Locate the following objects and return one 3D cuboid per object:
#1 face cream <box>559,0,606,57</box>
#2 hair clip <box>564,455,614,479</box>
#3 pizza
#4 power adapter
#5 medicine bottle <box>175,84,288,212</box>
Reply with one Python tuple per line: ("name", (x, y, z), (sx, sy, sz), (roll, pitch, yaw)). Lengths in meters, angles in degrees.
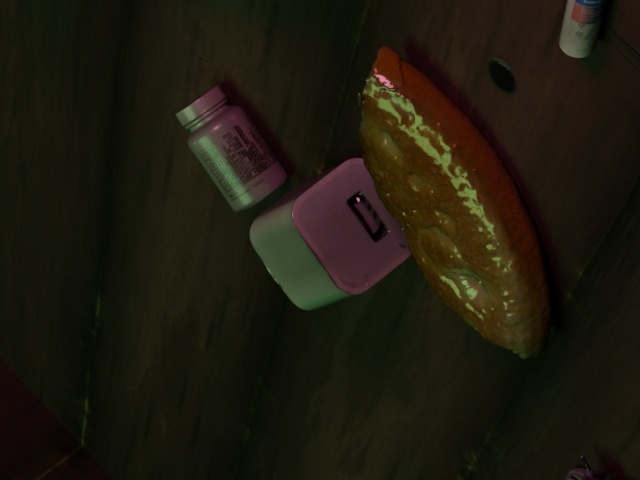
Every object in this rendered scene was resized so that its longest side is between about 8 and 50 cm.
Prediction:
("face cream", (0.228, -0.210, 1.701), (0.034, 0.034, 0.130), (41, 152, 24))
("hair clip", (0.336, 0.312, 2.193), (0.187, 0.056, 0.146), (51, 155, -19))
("pizza", (0.134, -0.034, 2.045), (0.365, 0.074, 0.182), (58, 153, -12))
("power adapter", (0.000, 0.000, 2.254), (0.130, 0.125, 0.205), (55, 156, -7))
("medicine bottle", (-0.106, -0.108, 2.347), (0.140, 0.079, 0.079), (55, 155, -7))
